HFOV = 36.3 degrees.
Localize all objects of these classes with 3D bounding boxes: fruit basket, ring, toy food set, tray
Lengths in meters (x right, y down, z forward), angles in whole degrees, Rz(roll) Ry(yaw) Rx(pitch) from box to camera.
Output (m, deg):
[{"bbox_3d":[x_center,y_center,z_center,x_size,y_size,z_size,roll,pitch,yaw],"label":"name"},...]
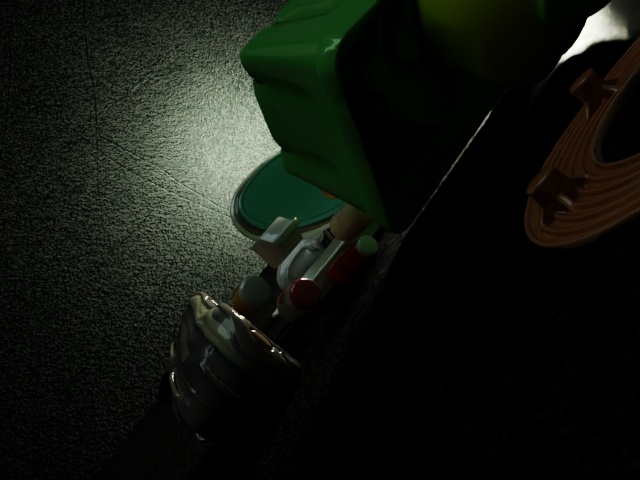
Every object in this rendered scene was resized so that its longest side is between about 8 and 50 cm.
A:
[{"bbox_3d":[0.148,-0.213,1.023,0.391,0.283,0.392,-13,40,11],"label":"fruit basket"},{"bbox_3d":[0.221,-0.130,0.522,0.337,0.032,0.336,-50,5,6],"label":"ring"},{"bbox_3d":[0.000,0.000,1.146,0.232,0.111,0.104,-49,3,-29],"label":"toy food set"},{"bbox_3d":[0.039,0.002,1.301,0.270,0.030,0.145,-51,5,-14],"label":"tray"}]

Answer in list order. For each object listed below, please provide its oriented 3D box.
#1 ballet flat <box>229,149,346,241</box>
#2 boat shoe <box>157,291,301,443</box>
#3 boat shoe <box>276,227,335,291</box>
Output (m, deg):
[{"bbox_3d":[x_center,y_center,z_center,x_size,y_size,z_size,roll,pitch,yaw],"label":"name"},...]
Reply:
[{"bbox_3d":[0.018,-0.098,1.419,0.400,0.139,0.139,-44,0,-32],"label":"ballet flat"},{"bbox_3d":[-0.122,0.142,1.065,0.130,0.132,0.355,-50,3,-9],"label":"boat shoe"},{"bbox_3d":[0.008,0.004,1.443,0.184,0.066,0.063,-41,0,-21],"label":"boat shoe"}]
